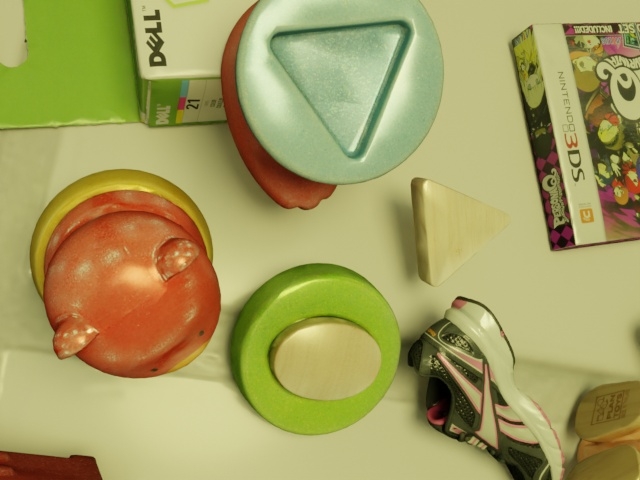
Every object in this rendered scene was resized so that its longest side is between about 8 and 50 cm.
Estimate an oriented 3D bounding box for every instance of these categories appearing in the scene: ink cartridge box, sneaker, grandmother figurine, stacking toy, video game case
[{"bbox_3d":[-0.144,-0.188,0.496,0.255,0.097,0.189,-7,82,-18],"label":"ink cartridge box"},{"bbox_3d":[0.122,0.132,0.519,0.077,0.072,0.178,-32,103,-8],"label":"sneaker"},{"bbox_3d":[0.365,0.251,0.559,0.342,0.104,0.208,37,60,-9],"label":"grandmother figurine"},{"bbox_3d":[0.000,0.000,0.430,0.279,0.130,0.309,42,86,-20],"label":"stacking toy"},{"bbox_3d":[0.311,-0.106,0.637,0.232,0.042,0.210,-6,83,-17],"label":"video game case"}]

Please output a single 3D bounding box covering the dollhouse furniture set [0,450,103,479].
[{"bbox_3d":[-0.086,0.268,0.405,0.374,0.152,0.201,21,84,-30],"label":"dollhouse furniture set"}]
